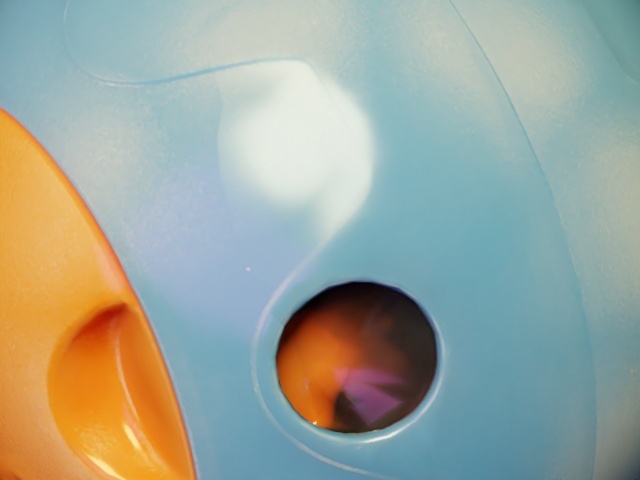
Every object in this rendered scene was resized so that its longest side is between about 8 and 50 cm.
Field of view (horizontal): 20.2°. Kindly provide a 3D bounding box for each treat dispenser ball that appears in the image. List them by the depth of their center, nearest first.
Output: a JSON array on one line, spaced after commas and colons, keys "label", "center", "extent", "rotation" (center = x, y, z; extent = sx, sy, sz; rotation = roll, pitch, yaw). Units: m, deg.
[{"label": "treat dispenser ball", "center": [0.000, 0.000, 0.643], "extent": [0.288, 0.288, 0.288], "rotation": [0, 90, 30]}]
